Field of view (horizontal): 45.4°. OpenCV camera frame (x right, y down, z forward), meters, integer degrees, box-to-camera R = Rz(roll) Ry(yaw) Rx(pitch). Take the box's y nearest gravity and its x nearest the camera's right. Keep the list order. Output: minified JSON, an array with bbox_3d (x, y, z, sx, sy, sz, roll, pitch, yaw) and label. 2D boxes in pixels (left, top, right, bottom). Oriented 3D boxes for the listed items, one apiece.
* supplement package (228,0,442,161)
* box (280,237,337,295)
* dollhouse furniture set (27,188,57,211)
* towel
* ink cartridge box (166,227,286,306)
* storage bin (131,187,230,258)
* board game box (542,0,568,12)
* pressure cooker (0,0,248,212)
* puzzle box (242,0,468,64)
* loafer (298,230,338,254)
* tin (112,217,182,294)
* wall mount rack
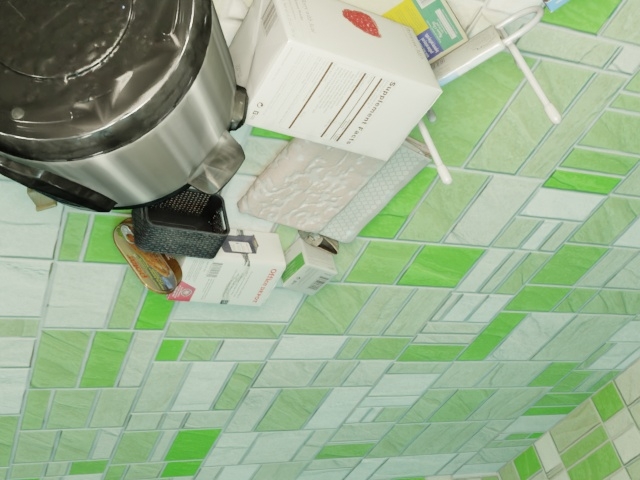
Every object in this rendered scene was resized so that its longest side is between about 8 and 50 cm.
[{"bbox_3d":[0.018,-0.278,1.263,0.293,0.177,0.175,10,136,-31],"label":"supplement package"},{"bbox_3d":[-0.033,0.064,1.851,0.102,0.087,0.101,20,131,-37],"label":"box"},{"bbox_3d":[-0.424,-0.131,1.389,0.182,0.161,0.101,-15,144,0],"label":"dollhouse furniture set"},{"bbox_3d":[0.034,-0.131,1.654,0.317,0.053,0.332,17,131,-36],"label":"towel"},{"bbox_3d":[-0.223,0.061,1.765,0.237,0.100,0.172,6,138,-26],"label":"ink cartridge box"},{"bbox_3d":[-0.291,-0.040,1.590,0.180,0.122,0.084,8,137,-28],"label":"storage bin"},{"bbox_3d":[0.376,-0.543,1.169,0.232,0.141,0.291,-33,140,21],"label":"board game box"},{"bbox_3d":[-0.301,-0.233,1.088,0.376,0.369,0.420,-9,170,-1],"label":"pressure cooker"},{"bbox_3d":[0.053,-0.405,1.303,0.272,0.052,0.409,-30,142,17],"label":"puzzle box"},{"bbox_3d":[0.000,0.000,1.820,0.125,0.039,0.045,23,129,-41],"label":"loafer"},{"bbox_3d":[-0.372,0.034,1.651,0.106,0.040,0.189,-15,116,31],"label":"tin"},{"bbox_3d":[0.274,-0.261,1.367,0.350,0.304,0.130,-30,114,19],"label":"wall mount rack"}]
